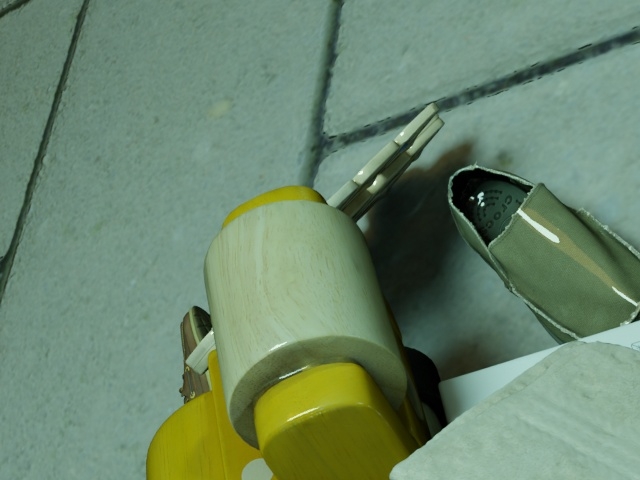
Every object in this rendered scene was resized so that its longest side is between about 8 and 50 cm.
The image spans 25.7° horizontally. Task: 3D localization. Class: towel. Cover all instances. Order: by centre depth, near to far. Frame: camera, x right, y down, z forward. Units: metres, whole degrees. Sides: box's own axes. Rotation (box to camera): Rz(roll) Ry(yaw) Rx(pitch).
[{"bbox_3d":[0.191,0.157,0.790,0.187,0.049,0.282,-30,36,-26],"label":"towel"}]

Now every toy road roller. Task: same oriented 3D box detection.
[{"bbox_3d":[-0.034,0.149,0.994,0.241,0.329,0.202,-22,43,7],"label":"toy road roller"}]

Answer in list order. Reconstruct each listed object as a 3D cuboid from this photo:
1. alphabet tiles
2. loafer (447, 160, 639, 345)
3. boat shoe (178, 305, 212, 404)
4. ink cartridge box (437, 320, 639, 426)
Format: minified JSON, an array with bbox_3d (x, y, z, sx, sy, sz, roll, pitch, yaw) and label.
[{"bbox_3d":[0.000,0.000,1.171,0.284,0.021,0.278,-45,-3,-36],"label":"alphabet tiles"},{"bbox_3d":[0.171,0.013,1.071,0.094,0.087,0.251,-53,37,1],"label":"loafer"},{"bbox_3d":[-0.105,0.132,1.294,0.060,0.064,0.178,-40,42,15],"label":"boat shoe"},{"bbox_3d":[0.207,0.150,0.890,0.223,0.045,0.224,-17,42,3],"label":"ink cartridge box"}]
